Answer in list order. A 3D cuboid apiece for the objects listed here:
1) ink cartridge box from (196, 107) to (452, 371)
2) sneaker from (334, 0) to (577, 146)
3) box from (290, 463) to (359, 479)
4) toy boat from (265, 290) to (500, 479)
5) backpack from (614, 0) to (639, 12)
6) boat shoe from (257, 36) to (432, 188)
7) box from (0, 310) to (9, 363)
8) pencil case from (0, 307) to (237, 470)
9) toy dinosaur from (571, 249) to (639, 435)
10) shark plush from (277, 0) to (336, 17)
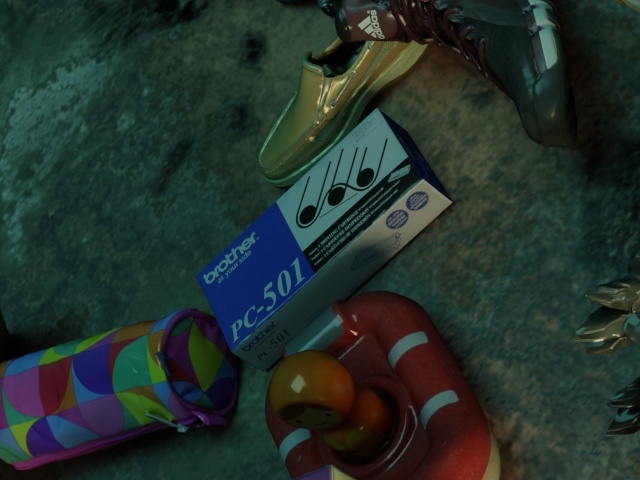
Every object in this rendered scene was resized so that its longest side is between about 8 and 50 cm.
[{"bbox_3d":[0.000,0.000,1.572,0.207,0.046,0.097,-43,44,13],"label":"ink cartridge box"},{"bbox_3d":[0.096,-0.155,1.507,0.162,0.106,0.281,-14,42,4],"label":"sneaker"},{"bbox_3d":[-0.001,0.266,1.267,0.213,0.243,0.117,-26,50,29],"label":"box"},{"bbox_3d":[0.022,0.126,1.398,0.151,0.151,0.231,-42,44,14],"label":"toy boat"},{"bbox_3d":[0.296,-0.220,1.321,0.253,0.225,0.191,22,103,42],"label":"backpack"},{"bbox_3d":[0.005,-0.129,1.625,0.190,0.072,0.068,-50,43,6],"label":"boat shoe"},{"bbox_3d":[-0.302,0.134,1.688,0.021,0.164,0.201,3,62,3],"label":"box"},{"bbox_3d":[-0.177,0.125,1.617,0.236,0.104,0.104,-17,55,35],"label":"pencil case"},{"bbox_3d":[0.285,0.103,1.215,0.218,0.164,0.322,28,48,32],"label":"toy dinosaur"},{"bbox_3d":[0.016,-0.222,1.696,0.161,0.073,0.067,23,102,41],"label":"shark plush"}]
